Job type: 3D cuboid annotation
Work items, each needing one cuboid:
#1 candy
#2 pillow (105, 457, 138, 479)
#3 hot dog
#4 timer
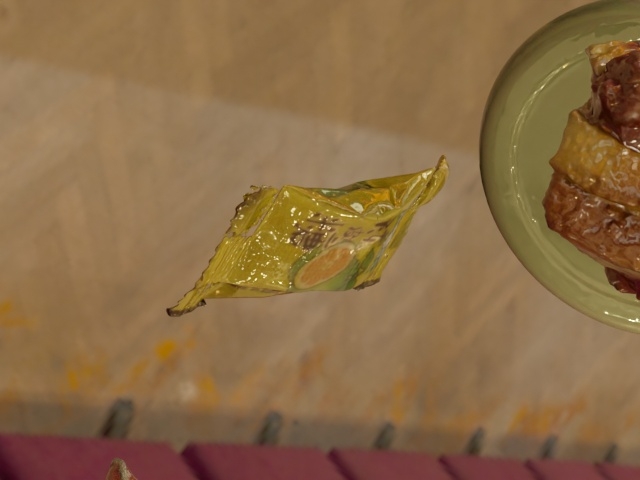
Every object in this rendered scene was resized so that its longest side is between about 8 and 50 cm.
[{"bbox_3d":[0.000,0.000,1.623,0.297,0.081,0.187,-13,147,-46],"label":"candy"},{"bbox_3d":[-0.156,0.310,1.491,0.075,0.179,0.171,-19,133,-22],"label":"pillow"},{"bbox_3d":[0.191,-0.012,0.766,0.213,0.103,0.146,37,54,-36],"label":"hot dog"},{"bbox_3d":[0.320,-0.114,1.428,0.315,0.291,0.290,-46,153,-52],"label":"timer"}]
